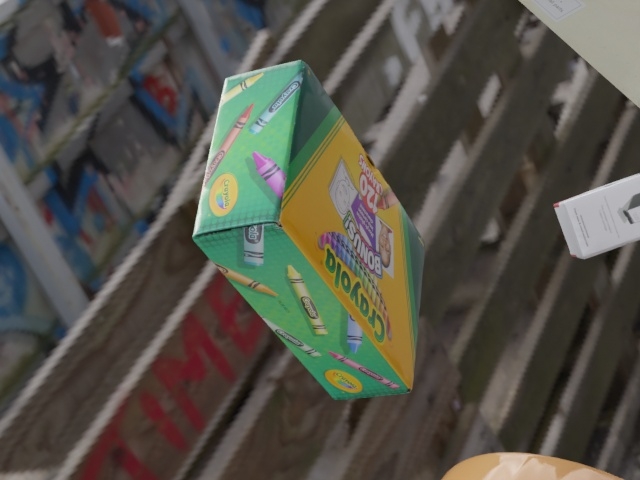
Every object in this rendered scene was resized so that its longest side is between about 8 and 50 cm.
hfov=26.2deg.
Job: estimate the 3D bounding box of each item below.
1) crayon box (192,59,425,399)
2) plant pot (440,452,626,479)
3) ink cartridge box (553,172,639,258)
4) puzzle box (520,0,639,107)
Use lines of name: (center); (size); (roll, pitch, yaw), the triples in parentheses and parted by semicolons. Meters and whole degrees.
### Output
crayon box: (0.000, 0.000, 1.185); (0.081, 0.278, 0.165); (-9, 53, 24)
plant pot: (0.135, 0.271, 0.860); (0.291, 0.291, 0.203); (0, 48, 38)
ink cartridge box: (0.290, -0.031, 1.258); (0.135, 0.056, 0.099); (-20, -1, 4)
puzzle box: (0.238, -0.290, 1.142); (0.272, 0.409, 0.052); (-23, 36, 52)
